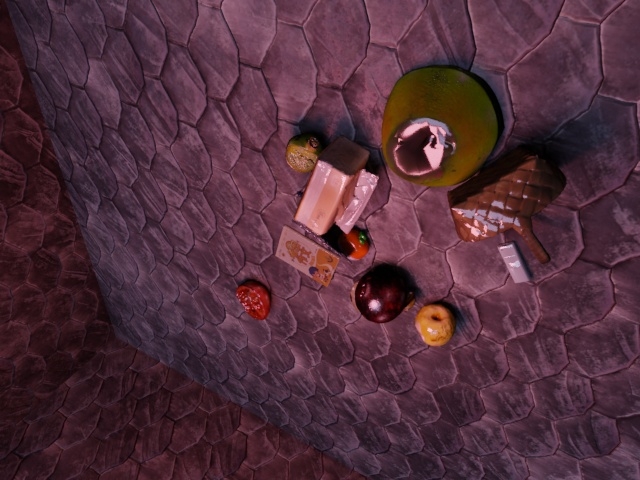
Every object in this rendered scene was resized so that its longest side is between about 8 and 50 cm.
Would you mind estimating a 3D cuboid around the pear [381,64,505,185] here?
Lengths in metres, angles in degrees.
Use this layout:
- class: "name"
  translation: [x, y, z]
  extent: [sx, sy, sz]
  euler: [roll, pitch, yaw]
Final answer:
- class: "pear"
  translation: [0.342, -0.320, 1.383]
  extent: [0.398, 0.165, 0.399]
  euler: [17, 131, 21]

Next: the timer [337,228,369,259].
- class: "timer"
  translation: [0.142, 0.012, 1.813]
  extent: [0.136, 0.099, 0.136]
  euler: [16, 141, 13]

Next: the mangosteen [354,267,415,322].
- class: "mangosteen"
  translation: [0.270, 0.235, 1.834]
  extent: [0.265, 0.228, 0.228]
  euler: [21, 140, -23]

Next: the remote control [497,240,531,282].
- class: "remote control"
  translation: [0.680, 0.079, 1.566]
  extent: [0.061, 0.029, 0.162]
  euler: [-20, 110, 39]

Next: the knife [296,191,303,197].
- class: "knife"
  translation: [-0.050, -0.177, 1.844]
  extent: [0.121, 0.018, 0.031]
  euler: [20, 165, 21]

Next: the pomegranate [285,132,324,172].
- class: "pomegranate"
  translation: [-0.051, -0.341, 1.648]
  extent: [0.143, 0.122, 0.169]
  euler: [24, 142, -11]

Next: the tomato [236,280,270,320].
- class: "tomato"
  translation: [-0.340, 0.300, 2.349]
  extent: [0.228, 0.101, 0.228]
  euler: [23, 131, 28]

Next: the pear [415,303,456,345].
- class: "pear"
  translation: [0.466, 0.348, 1.817]
  extent: [0.178, 0.178, 0.178]
  euler: [17, 131, 21]

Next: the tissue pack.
- class: "tissue pack"
  translation: [0.070, -0.180, 1.636]
  extent: [0.238, 0.238, 0.305]
  euler: [33, 133, 7]

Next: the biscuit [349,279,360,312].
- class: "biscuit"
  translation: [0.198, 0.266, 2.019]
  extent: [0.133, 0.032, 0.250]
  euler: [4, 125, 30]

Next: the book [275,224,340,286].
- class: "book"
  translation: [-0.064, 0.073, 2.051]
  extent: [0.295, 0.020, 0.208]
  euler: [30, 135, 10]

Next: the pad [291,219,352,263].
- class: "pad"
  translation: [0.000, 0.000, 1.807]
  extent: [0.269, 0.012, 0.269]
  euler: [36, 179, -12]

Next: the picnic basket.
- class: "picnic basket"
  translation: [0.576, -0.072, 1.319]
  extent: [0.337, 0.293, 0.337]
  euler: [4, 110, 12]
